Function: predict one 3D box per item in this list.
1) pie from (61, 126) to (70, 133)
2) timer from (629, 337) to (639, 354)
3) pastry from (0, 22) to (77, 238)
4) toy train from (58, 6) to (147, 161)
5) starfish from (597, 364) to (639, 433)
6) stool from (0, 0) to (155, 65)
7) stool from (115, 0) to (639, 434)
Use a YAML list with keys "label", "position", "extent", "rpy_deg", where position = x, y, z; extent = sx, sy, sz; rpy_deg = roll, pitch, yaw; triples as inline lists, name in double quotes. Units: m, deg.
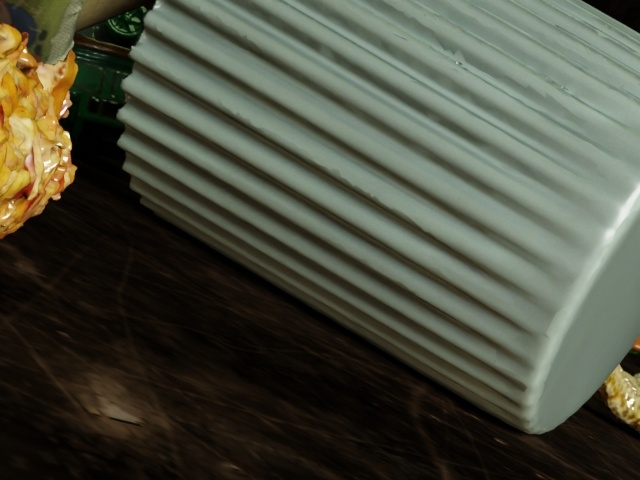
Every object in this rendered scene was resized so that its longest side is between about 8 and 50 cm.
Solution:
- label: "pie"
  position: [-0.287, -0.148, 1.097]
  extent: [0.195, 0.046, 0.195]
  rpy_deg: [29, 3, -1]
- label: "timer"
  position: [0.325, 0.066, 1.062]
  extent: [0.136, 0.136, 0.099]
  rpy_deg: [27, 40, -5]
- label: "pastry"
  position: [-0.119, -0.024, 0.354]
  extent: [0.063, 0.087, 0.169]
  rpy_deg: [61, 3, -3]
- label: "toy train"
  position: [-0.224, -0.150, 0.973]
  extent: [0.227, 0.136, 0.091]
  rpy_deg: [11, -25, -18]
- label: "starfish"
  position: [0.361, 0.167, 1.015]
  extent: [0.375, 0.094, 0.327]
  rpy_deg: [26, -9, -16]
- label: "stool"
  position: [-0.227, -0.267, 0.718]
  extent: [0.310, 0.226, 0.310]
  rpy_deg: [41, -29, -3]
- label: "stool"
  position: [0.078, -0.060, 0.749]
  extent: [0.330, 0.297, 0.297]
  rpy_deg: [34, 6, 26]
